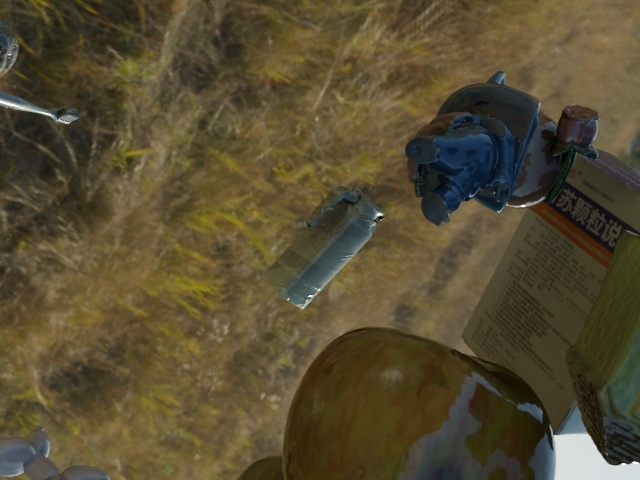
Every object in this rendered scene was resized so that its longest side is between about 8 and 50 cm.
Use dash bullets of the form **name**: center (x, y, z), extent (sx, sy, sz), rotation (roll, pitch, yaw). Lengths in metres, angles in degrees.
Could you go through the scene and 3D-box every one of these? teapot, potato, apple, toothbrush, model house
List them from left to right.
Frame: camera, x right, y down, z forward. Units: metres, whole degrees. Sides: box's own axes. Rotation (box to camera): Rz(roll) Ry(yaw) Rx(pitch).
- **potato**: center (-0.537, -0.293, 1.266), extent (0.172, 0.089, 0.101), rotation (-31, 120, -48)
- **toothbrush**: center (-0.476, -0.214, 1.242), extent (0.030, 0.025, 0.342), rotation (-18, 174, 16)
- **teapot**: center (0.000, 0.000, 1.252), extent (0.200, 0.077, 0.107), rotation (-47, 135, 5)
- **apple**: center (0.089, 0.217, 0.790), extent (0.264, 0.264, 0.264), rotation (-53, 165, -22)
- **model house**: center (0.326, 0.121, 0.676), extent (0.195, 0.214, 0.189), rotation (-76, -169, -80)

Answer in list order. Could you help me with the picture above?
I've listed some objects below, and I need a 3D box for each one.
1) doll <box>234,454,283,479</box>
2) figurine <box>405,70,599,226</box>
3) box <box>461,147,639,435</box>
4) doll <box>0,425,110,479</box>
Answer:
- **doll**: center (-0.004, 0.347, 1.110), extent (0.260, 0.177, 0.161), rotation (-35, 165, -11)
- **figurine**: center (0.139, -0.062, 0.642), extent (0.178, 0.144, 0.114), rotation (-30, 128, -51)
- **box**: center (0.322, 0.061, 0.995), extent (0.106, 0.200, 0.300), rotation (7, 118, -35)
- **doll**: center (-0.359, 0.311, 1.046), extent (0.059, 0.160, 0.161), rotation (-56, -171, 26)
